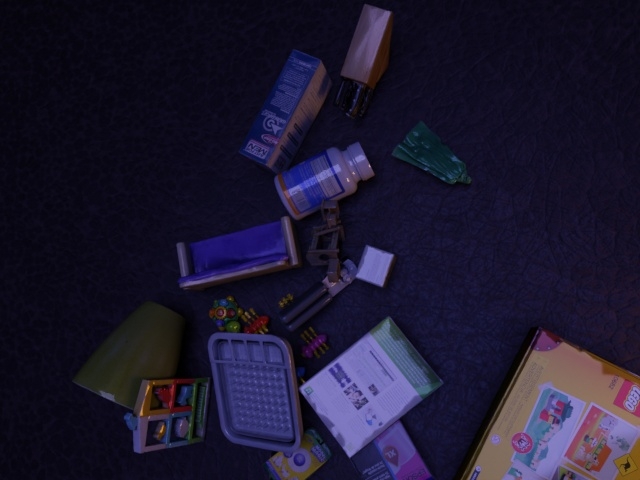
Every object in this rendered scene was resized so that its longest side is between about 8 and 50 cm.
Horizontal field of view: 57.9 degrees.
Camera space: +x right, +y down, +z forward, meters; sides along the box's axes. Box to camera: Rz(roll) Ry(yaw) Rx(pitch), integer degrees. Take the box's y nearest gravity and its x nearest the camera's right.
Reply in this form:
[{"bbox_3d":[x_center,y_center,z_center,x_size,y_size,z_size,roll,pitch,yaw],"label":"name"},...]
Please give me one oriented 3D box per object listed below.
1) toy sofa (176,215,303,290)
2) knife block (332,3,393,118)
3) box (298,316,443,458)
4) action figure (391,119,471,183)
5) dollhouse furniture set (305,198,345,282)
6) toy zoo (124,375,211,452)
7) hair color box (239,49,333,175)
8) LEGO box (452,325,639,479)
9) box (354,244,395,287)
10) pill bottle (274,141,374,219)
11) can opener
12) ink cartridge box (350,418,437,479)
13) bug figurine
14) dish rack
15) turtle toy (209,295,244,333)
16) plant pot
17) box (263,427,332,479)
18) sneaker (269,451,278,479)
[{"bbox_3d":[-0.245,0.041,1.719,0.363,0.177,0.150,-13,79,12],"label":"toy sofa"},{"bbox_3d":[0.118,-0.508,1.696,0.088,0.275,0.242,22,57,15],"label":"knife block"},{"bbox_3d":[0.135,0.395,1.572,0.322,0.058,0.232,-38,76,-1],"label":"box"},{"bbox_3d":[0.340,-0.233,1.684,0.232,0.063,0.137,39,89,20],"label":"action figure"},{"bbox_3d":[0.000,0.000,1.636,0.101,0.160,0.181,-3,41,13],"label":"dollhouse furniture set"},{"bbox_3d":[-0.426,0.485,1.631,0.030,0.293,0.192,0,80,32],"label":"toy zoo"},{"bbox_3d":[-0.100,-0.375,1.752,0.105,0.174,0.347,26,87,16],"label":"hair color box"},{"bbox_3d":[0.597,0.516,1.435,0.373,0.193,0.499,28,88,16],"label":"LEGO box"},{"bbox_3d":[0.159,0.077,1.656,0.087,0.102,0.101,19,86,13],"label":"box"},{"bbox_3d":[0.014,-0.182,1.706,0.272,0.152,0.152,-26,76,7],"label":"pill bottle"},{"bbox_3d":[-0.006,0.151,1.675,0.280,0.074,0.093,-41,34,-17],"label":"can opener"},{"bbox_3d":[0.179,0.591,1.592,0.176,0.069,0.370,-32,78,6],"label":"ink cartridge box"},{"bbox_3d":[-0.099,0.298,1.697,0.216,0.072,0.279,-37,70,-1],"label":"bug figurine"},{"bbox_3d":[-0.172,0.413,1.622,0.286,0.072,0.332,-3,97,31],"label":"dish rack"},{"bbox_3d":[-0.284,0.231,1.753,0.095,0.066,0.130,-42,75,4],"label":"turtle toy"},{"bbox_3d":[-0.530,0.336,1.713,0.275,0.274,0.293,19,70,15],"label":"plant pot"},{"bbox_3d":[-0.056,0.608,1.610,0.179,0.043,0.105,-30,72,-33],"label":"box"},{"bbox_3d":[-0.128,0.721,1.629,0.097,0.084,0.234,-17,77,13],"label":"sneaker"}]
